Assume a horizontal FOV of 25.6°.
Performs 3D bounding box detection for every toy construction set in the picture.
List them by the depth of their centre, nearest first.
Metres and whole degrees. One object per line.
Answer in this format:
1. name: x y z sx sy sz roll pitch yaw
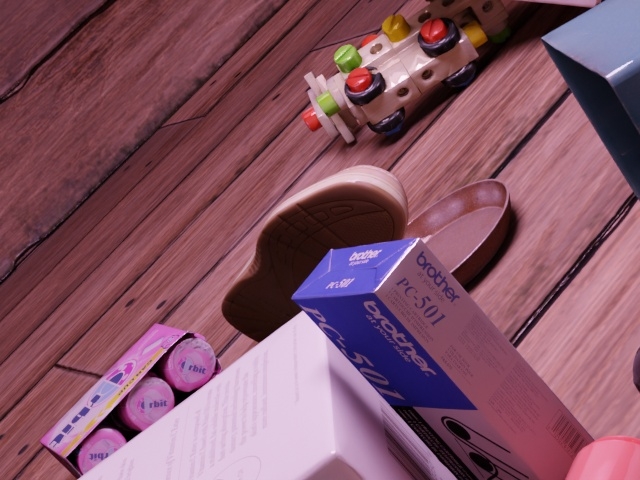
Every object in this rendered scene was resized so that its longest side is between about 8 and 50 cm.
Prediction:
1. toy construction set: 0.094 -0.240 1.697 0.327 0.151 0.215 -44 40 17

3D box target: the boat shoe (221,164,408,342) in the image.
1. boat shoe: 0.000 0.000 1.307 0.098 0.109 0.302 -60 6 -34

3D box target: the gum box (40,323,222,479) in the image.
1. gum box: -0.193 0.168 1.459 0.188 0.062 0.107 -47 18 -17

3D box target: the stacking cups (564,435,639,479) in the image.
1. stacking cups: 0.107 0.227 0.667 0.096 0.096 0.316 -25 18 42

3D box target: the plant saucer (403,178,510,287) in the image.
1. plant saucer: 0.108 0.011 1.261 0.168 0.029 0.168 -36 18 14

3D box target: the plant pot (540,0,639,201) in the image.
1. plant pot: 0.308 -0.124 0.958 0.234 0.165 0.166 -34 18 4

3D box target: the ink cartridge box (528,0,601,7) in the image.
1. ink cartridge box: 0.181 -0.374 1.575 0.283 0.117 0.207 7 43 6

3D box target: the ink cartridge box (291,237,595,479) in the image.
1. ink cartridge box: 0.083 0.089 0.820 0.046 0.207 0.097 -49 19 -23

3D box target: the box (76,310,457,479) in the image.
1. box: -0.078 0.232 0.882 0.345 0.168 0.215 -37 18 11

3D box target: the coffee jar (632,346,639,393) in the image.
1. coffee jar: 0.255 0.030 0.814 0.096 0.079 0.184 -15 31 50
